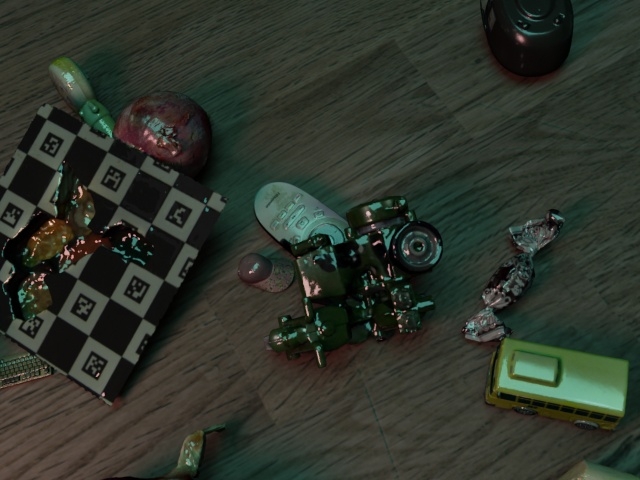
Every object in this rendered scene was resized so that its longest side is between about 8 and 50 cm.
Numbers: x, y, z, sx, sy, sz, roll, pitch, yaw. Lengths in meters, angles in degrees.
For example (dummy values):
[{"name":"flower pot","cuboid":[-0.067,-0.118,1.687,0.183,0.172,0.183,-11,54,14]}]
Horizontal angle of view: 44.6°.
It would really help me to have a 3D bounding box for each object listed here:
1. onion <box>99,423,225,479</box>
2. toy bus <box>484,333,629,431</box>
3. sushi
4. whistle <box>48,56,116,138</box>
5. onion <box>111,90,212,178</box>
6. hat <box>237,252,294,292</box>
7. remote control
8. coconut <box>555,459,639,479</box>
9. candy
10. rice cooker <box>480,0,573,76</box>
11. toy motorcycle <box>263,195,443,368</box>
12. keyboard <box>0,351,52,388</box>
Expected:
[{"name":"onion","cuboid":[-0.212,0.380,0.935,0.256,0.230,0.272,-20,71,-3]},{"name":"toy bus","cuboid":[0.312,0.188,1.038,0.175,0.101,0.088,10,66,13]},{"name":"sushi","cuboid":[-0.358,0.015,1.197,0.359,0.064,0.343,28,87,17]},{"name":"whistle","cuboid":[-0.389,-0.230,1.329,0.057,0.104,0.198,-38,80,-19]},{"name":"onion","cuboid":[-0.240,-0.171,1.259,0.159,0.159,0.195,23,40,16]},{"name":"hat","cuboid":[-0.084,0.043,1.184,0.087,0.042,0.058,8,66,10]},{"name":"remote control","cuboid":[0.000,0.000,1.196,0.256,0.045,0.097,40,85,18]},{"name":"coconut","cuboid":[0.336,0.332,0.960,0.122,0.116,0.116,11,66,10]},{"name":"candy","cuboid":[0.278,0.050,1.122,0.051,0.094,0.226,38,75,-21]},{"name":"rice cooker","cuboid":[0.344,-0.373,1.298,0.142,0.118,0.203,-12,67,0]},{"name":"toy motorcycle","cuboid":[0.039,0.057,1.092,0.275,0.127,0.205,-15,85,0]},{"name":"keyboard","cuboid":[-0.466,0.196,1.166,0.129,0.015,0.049,-15,63,-1]}]
